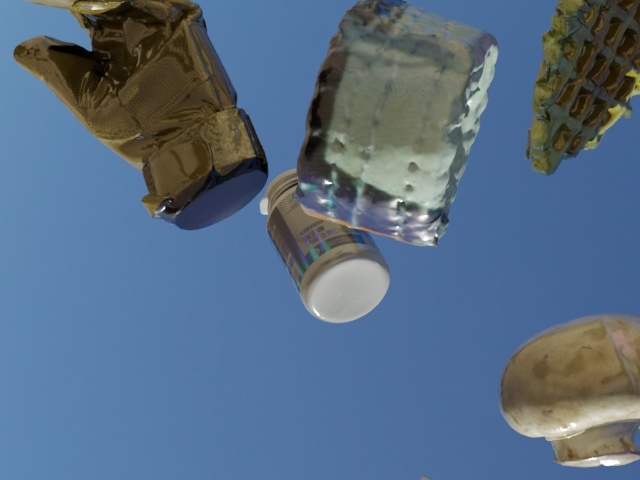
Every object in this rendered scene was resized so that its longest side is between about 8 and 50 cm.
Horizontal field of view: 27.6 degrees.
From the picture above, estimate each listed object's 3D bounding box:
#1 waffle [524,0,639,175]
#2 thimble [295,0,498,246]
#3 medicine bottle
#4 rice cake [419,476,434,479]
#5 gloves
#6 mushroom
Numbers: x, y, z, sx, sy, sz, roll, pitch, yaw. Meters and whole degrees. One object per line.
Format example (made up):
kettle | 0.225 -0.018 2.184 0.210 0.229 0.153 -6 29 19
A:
waffle | 0.335 -0.238 1.566 0.073 0.297 0.317 29 -128 29
thimble | 0.075 -0.117 1.223 0.237 0.150 0.237 17 90 -82
medicine bottle | 0.000 0.000 1.526 0.107 0.107 0.191 -51 -140 19
rice cake | 0.136 0.285 1.085 0.043 0.237 0.127 9 -112 44
gloves | -0.168 -0.159 1.133 0.141 0.331 0.154 -33 165 -17
mushroom | 0.342 0.176 1.571 0.255 0.255 0.184 -26 -120 47
